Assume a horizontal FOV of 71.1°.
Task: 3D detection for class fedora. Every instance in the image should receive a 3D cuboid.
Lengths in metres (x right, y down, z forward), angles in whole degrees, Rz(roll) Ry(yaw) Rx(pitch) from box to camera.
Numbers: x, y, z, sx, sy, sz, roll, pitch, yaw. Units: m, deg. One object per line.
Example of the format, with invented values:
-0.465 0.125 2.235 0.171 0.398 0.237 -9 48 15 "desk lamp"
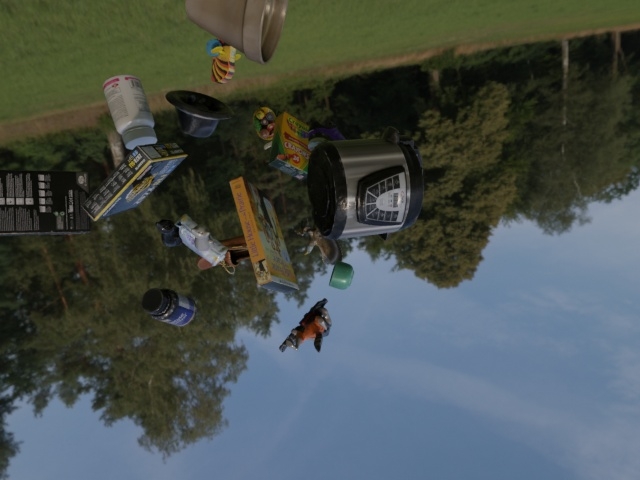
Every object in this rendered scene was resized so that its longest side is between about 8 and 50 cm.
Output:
-0.558 -0.563 2.042 0.334 0.152 0.334 17 -154 -9 "fedora"

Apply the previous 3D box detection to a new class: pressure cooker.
0.190 -0.206 1.681 0.420 0.375 0.370 -7 160 -18 "pressure cooker"

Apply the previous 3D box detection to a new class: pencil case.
-0.558 -0.002 2.068 0.113 0.273 0.124 -56 -166 -26 "pencil case"

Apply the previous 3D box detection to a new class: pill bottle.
-0.581 0.253 1.721 0.123 0.123 0.219 -5 159 15 "pill bottle"
-0.814 -0.548 1.929 0.160 0.283 0.160 -19 177 -1 "pill bottle"

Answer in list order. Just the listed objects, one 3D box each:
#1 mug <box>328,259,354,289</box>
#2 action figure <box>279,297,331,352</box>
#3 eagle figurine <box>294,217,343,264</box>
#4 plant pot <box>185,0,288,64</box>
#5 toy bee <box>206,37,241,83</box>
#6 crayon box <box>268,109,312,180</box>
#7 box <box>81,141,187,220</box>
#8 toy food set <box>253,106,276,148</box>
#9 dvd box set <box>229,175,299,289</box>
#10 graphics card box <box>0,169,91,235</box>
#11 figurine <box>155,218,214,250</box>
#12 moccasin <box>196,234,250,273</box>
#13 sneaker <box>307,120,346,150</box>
0.103 0.169 2.134 0.097 0.129 0.158 16 176 0 "mug"
-0.051 0.452 2.120 0.341 0.178 0.330 -50 170 8 "action figure"
-0.006 0.008 2.598 0.225 0.298 0.226 -46 -158 37 "eagle figurine"
-0.277 -0.779 1.473 0.280 0.323 0.323 16 -159 0 "plant pot"
-0.407 -0.835 1.921 0.162 0.298 0.195 1 -148 20 "toy bee"
-0.131 -0.475 2.158 0.202 0.318 0.081 21 151 -35 "crayon box"
-0.659 -0.219 1.606 0.322 0.079 0.257 -39 -173 17 "box"
-0.296 -0.621 2.451 0.128 0.218 0.071 -18 -169 7 "toy food set"
-0.213 -0.010 1.737 0.062 0.420 0.307 -22 162 11 "dvd box set"
-1.030 -0.134 1.605 0.371 0.233 0.094 -3 180 -25 "graphics card box"
-0.529 -0.027 1.765 0.215 0.092 0.209 9 167 -8 "figurine"
-0.454 0.076 2.276 0.380 0.139 0.147 -15 -125 6 "moccasin"
0.064 -0.428 1.898 0.293 0.146 0.102 13 152 -43 "sneaker"
